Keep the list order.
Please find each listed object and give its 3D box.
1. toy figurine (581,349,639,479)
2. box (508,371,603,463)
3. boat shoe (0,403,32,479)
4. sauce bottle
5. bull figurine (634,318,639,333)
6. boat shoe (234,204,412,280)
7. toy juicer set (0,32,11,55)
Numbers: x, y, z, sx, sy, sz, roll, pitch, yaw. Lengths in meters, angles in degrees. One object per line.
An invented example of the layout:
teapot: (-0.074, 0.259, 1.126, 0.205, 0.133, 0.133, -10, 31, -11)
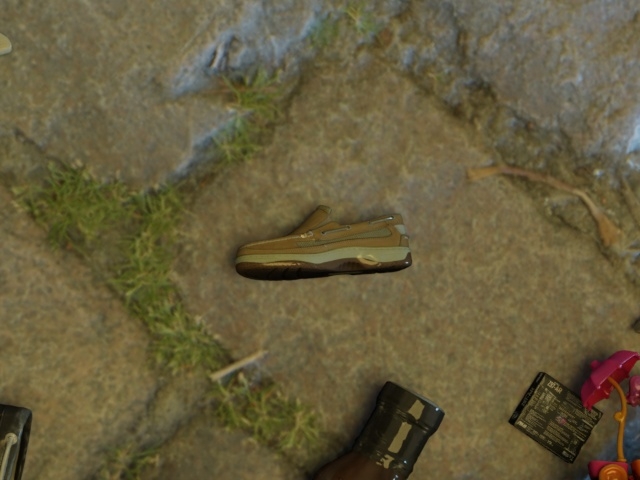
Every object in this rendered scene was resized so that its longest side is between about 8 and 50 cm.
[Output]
toy figurine: (0.339, 0.193, 1.725, 0.173, 0.130, 0.159, -3, 73, 1)
box: (0.254, 0.191, 1.774, 0.083, 0.018, 0.067, 34, 83, -14)
boat shoe: (-0.324, 0.307, 1.569, 0.105, 0.113, 0.306, 5, 81, -2)
sauce bottle: (0.015, 0.308, 1.666, 0.111, 0.111, 0.344, 33, 82, -14)
bull figurine: (0.466, 0.106, 1.786, 0.188, 0.101, 0.310, 42, 82, -16)
boat shoe: (0.000, 0.000, 1.679, 0.190, 0.068, 0.072, -2, 80, -25)
toy juicer set: (-0.465, -0.247, 1.520, 0.209, 0.089, 0.329, -41, 102, -11)
